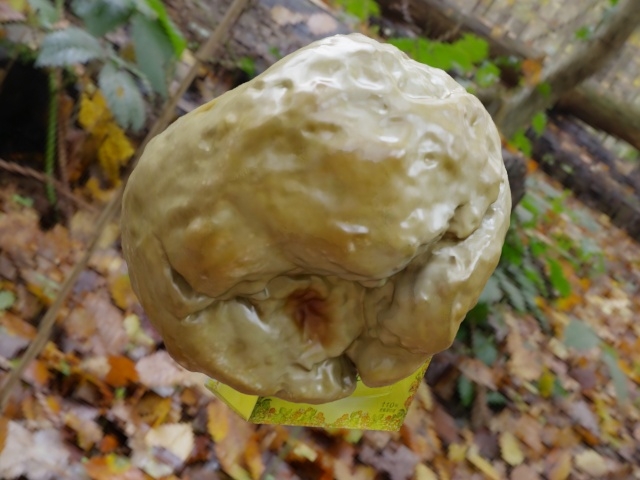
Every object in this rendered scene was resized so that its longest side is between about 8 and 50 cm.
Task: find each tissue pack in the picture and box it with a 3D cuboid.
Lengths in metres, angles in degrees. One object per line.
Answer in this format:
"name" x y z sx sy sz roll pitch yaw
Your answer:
"tissue pack" 0.006 0.092 0.915 0.176 0.095 0.062 13 14 -47

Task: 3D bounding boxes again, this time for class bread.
"bread" 0.000 0.000 0.690 0.244 0.244 0.134 28 35 -30
